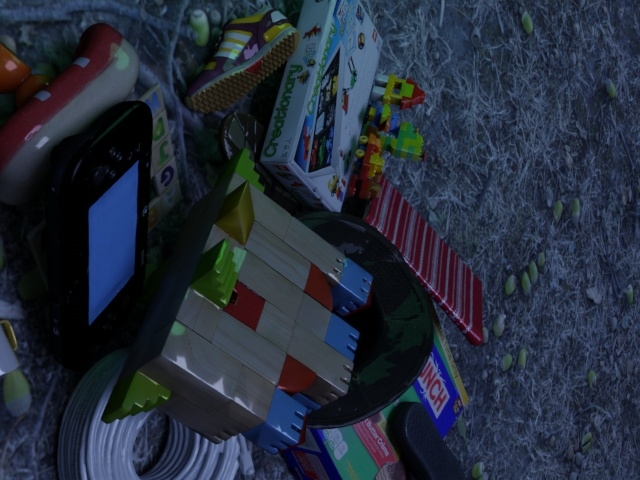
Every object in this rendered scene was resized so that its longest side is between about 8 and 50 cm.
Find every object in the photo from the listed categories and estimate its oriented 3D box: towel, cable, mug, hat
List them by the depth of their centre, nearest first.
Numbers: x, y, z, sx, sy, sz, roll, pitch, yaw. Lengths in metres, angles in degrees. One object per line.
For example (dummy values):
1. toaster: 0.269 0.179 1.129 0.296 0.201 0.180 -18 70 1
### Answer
1. mug: -0.368 0.114 1.045 0.062 0.078 0.064 -18 99 -13
2. cable: -0.207 0.250 1.204 0.257 0.089 0.257 -13 102 -46
3. hat: -0.011 0.126 1.347 0.331 0.134 0.332 8 61 -15
4. towel: 0.165 0.029 1.510 0.275 0.031 0.199 47 22 -13

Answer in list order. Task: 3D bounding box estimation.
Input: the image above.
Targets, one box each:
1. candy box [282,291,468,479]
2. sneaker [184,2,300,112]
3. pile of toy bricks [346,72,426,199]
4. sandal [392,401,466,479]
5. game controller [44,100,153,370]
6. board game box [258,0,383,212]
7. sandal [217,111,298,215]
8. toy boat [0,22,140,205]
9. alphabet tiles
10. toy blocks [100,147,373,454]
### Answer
1. candy box: 0.083 0.256 1.503 0.317 0.122 0.268 -48 126 -36
2. sneaker: -0.119 -0.246 1.289 0.185 0.084 0.070 -37 159 -17
3. pile of toy bricks: 0.114 -0.150 1.469 0.118 0.105 0.212 100 5 -49
4. sandal: 0.168 0.354 1.491 0.097 0.054 0.255 -47 120 -46
5. game controller: -0.240 -0.001 1.058 0.166 0.067 0.319 -45 156 -44
6. board game box: 0.009 -0.210 1.387 0.193 0.053 0.306 45 56 -59
7. sandal: -0.093 -0.099 1.333 0.219 0.060 0.090 44 56 -58
8. toy boat: -0.309 -0.160 1.042 0.151 0.151 0.231 43 57 -8
9. alphabet tiles: -0.248 -0.043 1.126 0.237 0.009 0.198 -52 156 -33
10. toy blocks: -0.069 0.108 1.162 0.261 0.190 0.382 37 44 -21
